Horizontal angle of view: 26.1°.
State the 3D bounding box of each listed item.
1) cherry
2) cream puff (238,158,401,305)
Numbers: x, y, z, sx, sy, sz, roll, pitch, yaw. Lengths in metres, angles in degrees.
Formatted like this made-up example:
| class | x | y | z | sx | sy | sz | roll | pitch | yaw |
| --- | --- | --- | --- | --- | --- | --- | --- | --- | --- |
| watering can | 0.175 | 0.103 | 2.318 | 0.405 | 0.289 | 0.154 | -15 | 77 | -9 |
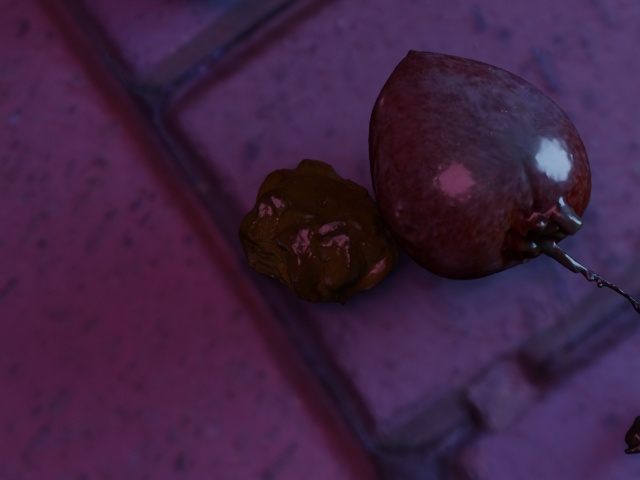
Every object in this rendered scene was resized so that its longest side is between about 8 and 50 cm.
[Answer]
| class | x | y | z | sx | sy | sz | roll | pitch | yaw |
| --- | --- | --- | --- | --- | --- | --- | --- | --- | --- |
| cherry | 0.097 | 0.005 | 0.665 | 0.107 | 0.090 | 0.225 | -23 | 76 | -31 |
| cream puff | 0.000 | 0.000 | 0.701 | 0.083 | 0.083 | 0.058 | 11 | 120 | 2 |
